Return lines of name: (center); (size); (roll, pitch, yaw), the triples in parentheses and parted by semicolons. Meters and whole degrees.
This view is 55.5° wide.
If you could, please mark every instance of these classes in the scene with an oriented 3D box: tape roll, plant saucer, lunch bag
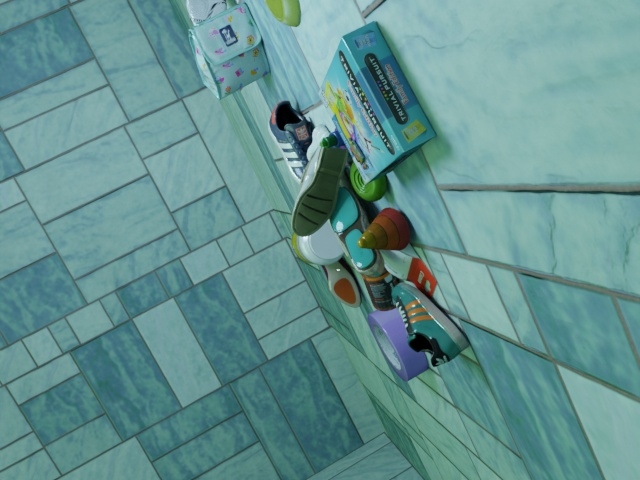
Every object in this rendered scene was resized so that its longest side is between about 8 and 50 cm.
tape roll: (0.276, 0.367, 2.197); (0.275, 0.090, 0.275); (60, 171, 17)
plant saucer: (-0.124, -0.667, 1.583); (0.241, 0.037, 0.241); (60, 170, 18)
lunch bag: (-0.314, -0.650, 2.069); (0.160, 0.223, 0.262); (49, 163, 34)

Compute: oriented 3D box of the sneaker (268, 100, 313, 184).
sneaker: (-0.058, -0.309, 1.987); (0.350, 0.131, 0.148); (53, 155, 16)

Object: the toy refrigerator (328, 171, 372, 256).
toy refrigerator: (0.070, -0.095, 1.866); (0.269, 0.102, 0.094); (62, -161, 2)

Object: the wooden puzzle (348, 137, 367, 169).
wooden puzzle: (0.084, -0.200, 1.397); (0.083, 0.006, 0.049); (59, 170, 11)

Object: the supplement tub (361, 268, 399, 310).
supplement tub: (0.189, 0.121, 1.920); (0.106, 0.106, 0.198); (47, 162, 58)

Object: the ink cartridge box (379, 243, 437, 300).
ink cartridge box: (0.230, 0.065, 1.711); (0.189, 0.066, 0.232); (84, 160, -65)

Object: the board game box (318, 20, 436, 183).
board game box: (0.106, -0.279, 1.322); (0.254, 0.079, 0.336); (62, 171, 1)

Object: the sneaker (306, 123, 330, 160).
sneaker: (-0.001, -0.282, 1.878); (0.061, 0.053, 0.152); (47, 147, 25)

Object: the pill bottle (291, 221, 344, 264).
pill bottle: (0.000, 0.000, 2.329); (0.188, 0.188, 0.334); (63, 170, -5)

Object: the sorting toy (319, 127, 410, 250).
sorting toy: (0.095, -0.122, 1.573); (0.127, 0.126, 0.365); (-26, 88, 59)

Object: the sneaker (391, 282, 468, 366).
sneaker: (0.269, 0.229, 1.690); (0.302, 0.121, 0.108); (45, 167, 50)

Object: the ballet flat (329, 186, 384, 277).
ballet flat: (0.104, -0.017, 1.750); (0.106, 0.107, 0.316); (36, -151, -47)

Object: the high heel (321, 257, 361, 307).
high heel: (0.074, 0.111, 2.629); (0.377, 0.127, 0.181); (59, -161, -4)

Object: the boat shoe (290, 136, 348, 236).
boat shoe: (-0.006, -0.155, 1.778); (0.113, 0.302, 0.103); (24, -177, -18)

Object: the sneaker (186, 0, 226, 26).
sneaker: (-0.417, -0.873, 2.177); (0.210, 0.137, 0.366); (170, 87, -83)
